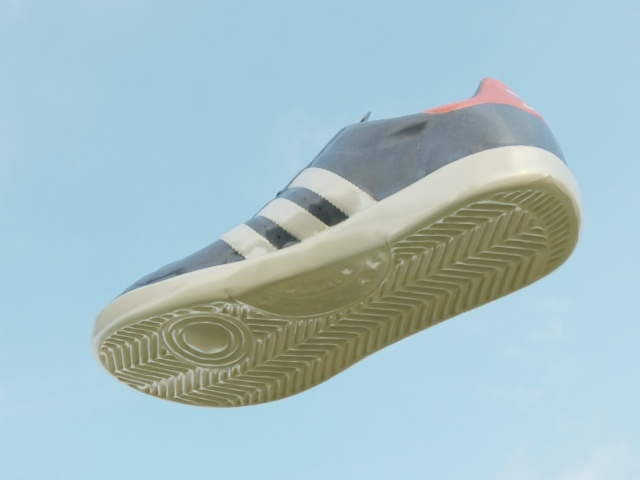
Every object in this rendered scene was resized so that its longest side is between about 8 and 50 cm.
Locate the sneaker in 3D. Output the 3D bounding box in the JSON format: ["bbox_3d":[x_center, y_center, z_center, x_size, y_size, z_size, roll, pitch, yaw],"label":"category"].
[{"bbox_3d":[0.000,0.000,0.650,0.350,0.148,0.131,-21,-48,18],"label":"sneaker"}]
